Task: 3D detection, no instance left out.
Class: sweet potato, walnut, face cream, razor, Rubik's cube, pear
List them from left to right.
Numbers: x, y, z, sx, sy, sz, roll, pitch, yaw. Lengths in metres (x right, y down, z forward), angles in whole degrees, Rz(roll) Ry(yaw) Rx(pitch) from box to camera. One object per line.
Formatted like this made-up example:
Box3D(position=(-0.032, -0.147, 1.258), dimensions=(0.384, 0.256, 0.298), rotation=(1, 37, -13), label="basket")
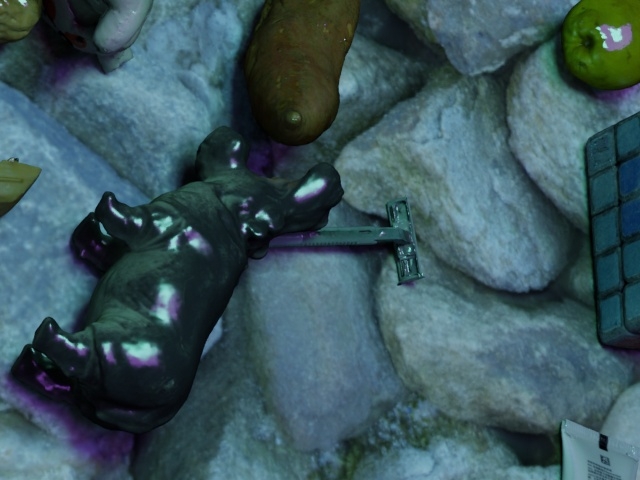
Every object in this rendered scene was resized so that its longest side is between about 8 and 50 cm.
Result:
Box3D(position=(-0.287, -0.210, 1.693), dimensions=(0.096, 0.082, 0.079), rotation=(19, 36, -25), label="walnut")
Box3D(position=(-0.019, -0.184, 1.839), dimensions=(0.095, 0.106, 0.354), rotation=(19, 41, -7), label="sweet potato")
Box3D(position=(0.003, -0.002, 1.830), dimensions=(0.211, 0.036, 0.084), rotation=(0, 71, -34), label="razor")
Box3D(position=(0.262, 0.293, 1.881), dimensions=(0.092, 0.058, 0.243), rotation=(22, 56, -18), label="face cream")
Box3D(position=(0.310, -0.213, 2.069), dimensions=(0.131, 0.107, 0.107), rotation=(-20, 85, -46), label="pear")
Box3D(position=(0.434, -0.017, 1.993), dimensions=(0.238, 0.237, 0.236), rotation=(13, 65, -30), label="Rubik's cube")

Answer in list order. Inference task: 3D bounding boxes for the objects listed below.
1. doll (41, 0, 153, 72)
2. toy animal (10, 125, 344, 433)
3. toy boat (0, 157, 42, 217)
Box3D(position=(-0.194, -0.227, 1.705), dimensions=(0.095, 0.192, 0.149), rotation=(-30, 97, -16), label="doll")
Box3D(position=(-0.122, 0.013, 1.690), dimensions=(0.168, 0.106, 0.343), rotation=(41, 57, -3), label="toy animal")
Box3D(position=(-0.331, -0.063, 1.622), dimensions=(0.201, 0.057, 0.077), rotation=(4, 66, -31), label="toy boat")
